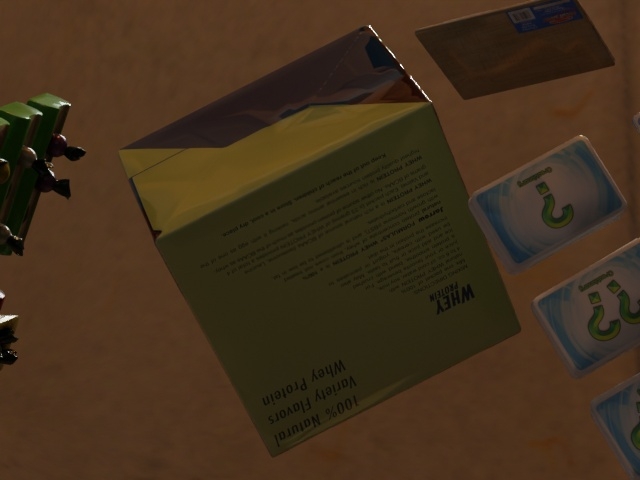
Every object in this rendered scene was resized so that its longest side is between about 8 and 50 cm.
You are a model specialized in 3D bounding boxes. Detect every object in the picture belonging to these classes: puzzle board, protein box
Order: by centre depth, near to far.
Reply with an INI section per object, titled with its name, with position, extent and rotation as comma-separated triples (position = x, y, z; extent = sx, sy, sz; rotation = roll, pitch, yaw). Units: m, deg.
[protein box]
position = 0.000, 0.000, 1.196
extent = 0.200, 0.136, 0.201
rotation = -27, -57, -2
[puzzle board]
position = 0.150, -0.150, 1.330
extent = 0.128, 0.096, 0.011
rotation = -12, -124, 25

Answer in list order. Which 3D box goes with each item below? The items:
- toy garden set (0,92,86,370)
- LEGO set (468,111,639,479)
[toy garden set]
position = -0.214, 0.021, 1.078
extent = 0.049, 0.244, 0.204
rotation = 21, -78, 3
[LEGO set]
position = 0.231, -0.005, 0.943
extent = 0.244, 0.060, 0.182
rotation = -27, -100, -12
